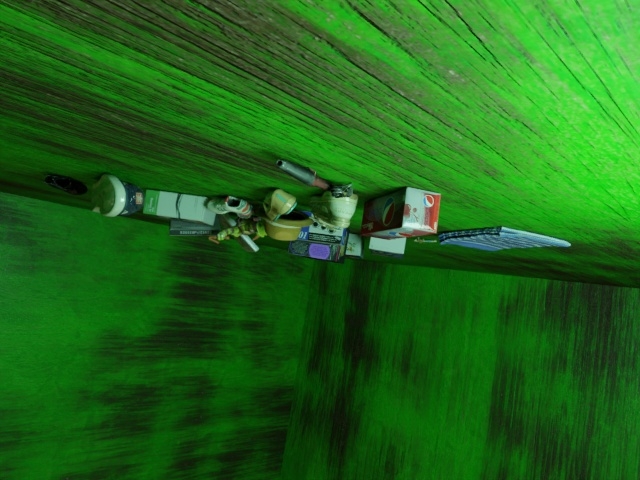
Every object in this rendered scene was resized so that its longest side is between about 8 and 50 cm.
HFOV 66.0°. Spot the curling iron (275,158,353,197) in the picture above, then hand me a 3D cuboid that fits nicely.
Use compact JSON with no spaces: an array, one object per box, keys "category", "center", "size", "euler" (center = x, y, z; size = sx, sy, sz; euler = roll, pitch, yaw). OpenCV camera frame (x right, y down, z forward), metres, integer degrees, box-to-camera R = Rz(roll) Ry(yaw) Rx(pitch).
[{"category":"curling iron","center":[-0.009,-0.127,0.992],"size":[0.068,0.035,0.274],"euler":[1,173,29]}]

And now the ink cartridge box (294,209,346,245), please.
[{"category":"ink cartridge box","center":[-0.019,-0.043,1.631],"size":[0.207,0.097,0.046],"euler":[8,175,15]}]

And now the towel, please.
[{"category":"towel","center":[0.547,0.004,1.520],"size":[0.243,0.040,0.336],"euler":[9,175,-17]}]

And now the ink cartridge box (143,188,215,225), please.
[{"category":"ink cartridge box","center":[-0.480,-0.112,1.704],"size":[0.208,0.087,0.153],"euler":[8,176,5]}]

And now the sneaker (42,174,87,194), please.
[{"category":"sneaker","center":[-0.877,-0.191,1.699],"size":[0.089,0.051,0.170],"euler":[11,174,42]}]

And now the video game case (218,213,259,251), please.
[{"category":"video game case","center":[-0.348,-0.036,2.014],"size":[0.212,0.023,0.193],"euler":[50,164,-12]}]

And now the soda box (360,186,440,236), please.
[{"category":"soda box","center":[0.178,-0.056,1.152],"size":[0.083,0.092,0.263],"euler":[9,175,-14]}]

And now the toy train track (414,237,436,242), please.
[{"category":"toy train track","center":[0.401,-0.002,1.880],"size":[0.083,0.014,0.048],"euler":[2,167,12]}]

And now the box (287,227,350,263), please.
[{"category":"box","center":[0.000,0.000,1.822],"size":[0.165,0.144,0.270],"euler":[9,176,13]}]

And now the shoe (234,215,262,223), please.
[{"category":"shoe","center":[-0.323,-0.078,2.015],"size":[0.178,0.064,0.081],"euler":[-2,167,43]}]

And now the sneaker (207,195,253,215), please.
[{"category":"sneaker","center":[-0.298,-0.120,1.564],"size":[0.161,0.057,0.075],"euler":[8,159,21]}]

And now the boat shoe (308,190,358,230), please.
[{"category":"boat shoe","center":[0.024,-0.069,1.281],"size":[0.104,0.089,0.285],"euler":[9,176,-7]}]

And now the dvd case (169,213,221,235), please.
[{"category":"dvd case","center":[-0.467,-0.070,1.831],"size":[0.179,0.030,0.239],"euler":[0,-158,-16]}]

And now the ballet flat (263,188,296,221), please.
[{"category":"ballet flat","center":[-0.121,-0.105,1.362],"size":[0.073,0.080,0.232],"euler":[38,166,-10]}]

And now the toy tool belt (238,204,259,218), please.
[{"category":"toy tool belt","center":[-0.251,-0.100,1.659],"size":[0.083,0.052,0.051],"euler":[5,-178,34]}]

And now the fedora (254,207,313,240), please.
[{"category":"fedora","center":[-0.118,-0.049,1.553],"size":[0.194,0.079,0.194],"euler":[8,-163,-2]}]

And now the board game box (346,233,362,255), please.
[{"category":"board game box","center":[0.038,0.019,2.195],"size":[0.303,0.098,0.224],"euler":[4,175,9]}]

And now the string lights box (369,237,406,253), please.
[{"category":"string lights box","center":[0.267,0.017,1.945],"size":[0.133,0.077,0.259],"euler":[9,175,10]}]

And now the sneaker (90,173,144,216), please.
[{"category":"sneaker","center":[-0.616,-0.136,1.541],"size":[0.148,0.131,0.350],"euler":[4,-176,-33]}]

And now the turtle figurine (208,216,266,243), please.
[{"category":"turtle figurine","center":[-0.242,-0.046,1.736],"size":[0.217,0.087,0.269],"euler":[-8,178,41]}]
